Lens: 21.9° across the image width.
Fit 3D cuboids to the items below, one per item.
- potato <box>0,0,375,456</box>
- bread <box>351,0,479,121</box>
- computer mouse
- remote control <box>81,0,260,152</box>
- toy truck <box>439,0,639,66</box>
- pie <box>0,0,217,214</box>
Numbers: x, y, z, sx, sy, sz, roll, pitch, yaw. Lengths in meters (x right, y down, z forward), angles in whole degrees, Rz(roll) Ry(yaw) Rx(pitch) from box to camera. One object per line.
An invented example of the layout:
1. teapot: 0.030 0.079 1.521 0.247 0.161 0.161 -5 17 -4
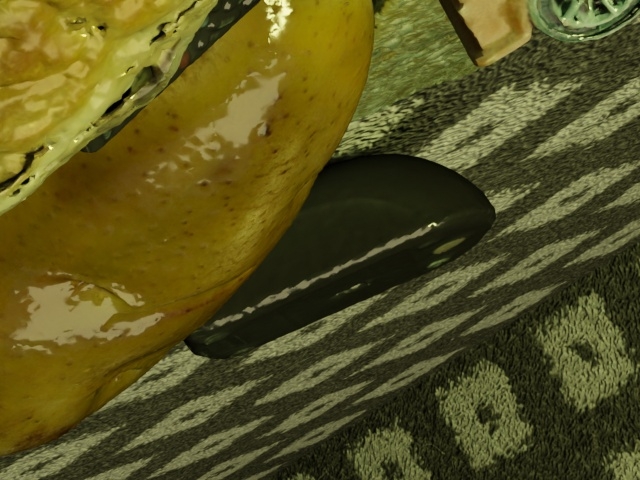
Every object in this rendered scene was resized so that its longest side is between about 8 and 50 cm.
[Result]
1. potato: -0.103 -0.031 0.857 0.195 0.176 0.369 26 128 -24
2. bread: 0.091 -0.152 0.979 0.207 0.056 0.286 -21 168 -22
3. computer mouse: 0.000 0.000 1.293 0.269 0.100 0.170 -24 165 2
4. remote control: -0.021 -0.131 0.689 0.245 0.025 0.063 -44 157 -15
5. toy truck: 0.150 -0.225 0.575 0.338 0.133 0.184 -32 139 12
6. pie: -0.164 -0.091 0.486 0.339 0.077 0.339 -18 149 -11
